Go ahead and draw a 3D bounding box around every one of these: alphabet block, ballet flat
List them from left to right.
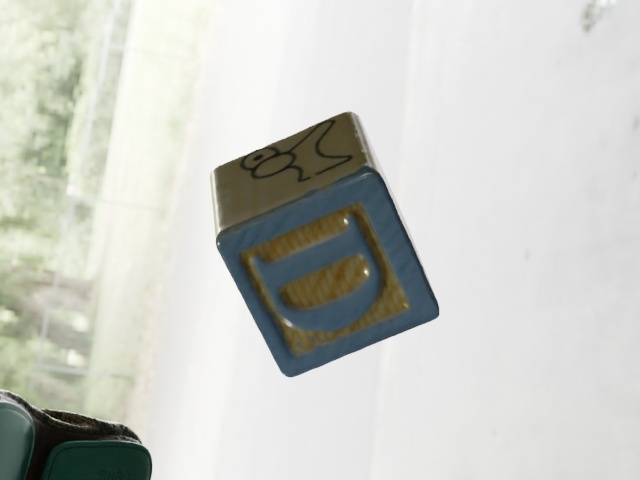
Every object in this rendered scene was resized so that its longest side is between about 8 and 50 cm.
[{"bbox_3d":[-0.364,0.246,1.541,0.483,0.182,0.164,31,-109,-68],"label":"ballet flat"},{"bbox_3d":[0.000,0.000,1.514,0.197,0.192,0.193,-102,-10,-65],"label":"alphabet block"}]
